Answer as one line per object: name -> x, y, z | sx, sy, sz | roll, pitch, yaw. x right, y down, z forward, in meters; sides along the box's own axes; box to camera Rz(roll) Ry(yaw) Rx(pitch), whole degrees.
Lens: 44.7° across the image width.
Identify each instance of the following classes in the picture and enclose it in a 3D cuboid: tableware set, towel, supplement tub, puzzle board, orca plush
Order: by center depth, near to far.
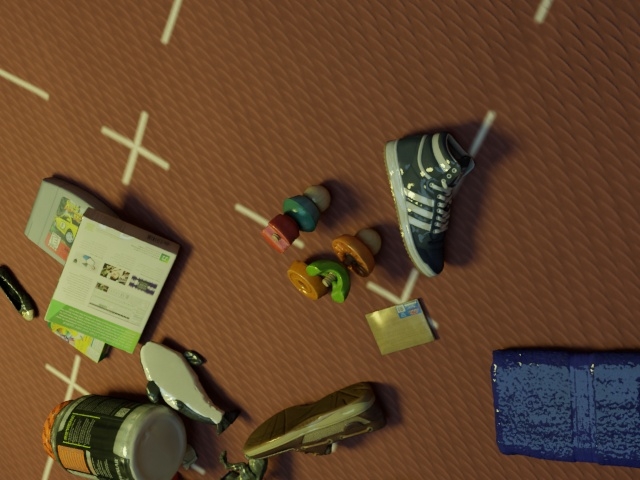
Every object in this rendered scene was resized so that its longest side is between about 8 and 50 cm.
towel -> 0.495, 0.320, 1.518 | 0.308, 0.076, 0.227 | -2, 98, 26
puzzle board -> 0.169, 0.184, 1.655 | 0.128, 0.011, 0.096 | -21, 95, 28
orca plush -> -0.325, 0.359, 1.914 | 0.287, 0.102, 0.151 | 28, 71, 4
supplement tub -> -0.519, 0.496, 1.941 | 0.338, 0.207, 0.207 | 1, 106, 33
tableware set -> -0.400, 0.527, 2.016 | 0.141, 0.020, 0.168 | -28, 93, 29

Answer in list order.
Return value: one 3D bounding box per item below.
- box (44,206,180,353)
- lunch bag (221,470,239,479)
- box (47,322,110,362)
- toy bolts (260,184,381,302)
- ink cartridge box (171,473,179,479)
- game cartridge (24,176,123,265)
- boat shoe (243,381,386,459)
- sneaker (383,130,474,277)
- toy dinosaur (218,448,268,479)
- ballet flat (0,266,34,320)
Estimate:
box -> -0.500, 0.101, 1.863 | 0.232, 0.058, 0.322 | 24, 115, -10
lunch bag -> -0.201, 0.669, 1.925 | 0.129, 0.096, 0.151 | 18, 103, 19
box -> -0.620, 0.225, 2.012 | 0.179, 0.043, 0.105 | 32, 116, 10
toy bolts -> 0.000, 0.000, 1.636 | 0.228, 0.158, 0.218 | 47, 159, -6
ink cartridge box -> -0.430, 0.687, 2.045 | 0.231, 0.078, 0.134 | -12, 101, 27
game cartridge -> -0.591, -0.019, 1.919 | 0.294, 0.060, 0.196 | 34, 113, 11
boat shoe -> -0.012, 0.436, 1.752 | 0.342, 0.123, 0.123 | -27, 104, 15
sneaker -> 0.229, -0.072, 1.499 | 0.153, 0.099, 0.282 | -13, 97, 29
toy dinosaur -> -0.184, 0.560, 1.844 | 0.118, 0.064, 0.268 | 13, 88, 11
ballet flat -> -0.823, 0.145, 2.075 | 0.057, 0.049, 0.173 | -39, 88, 30
